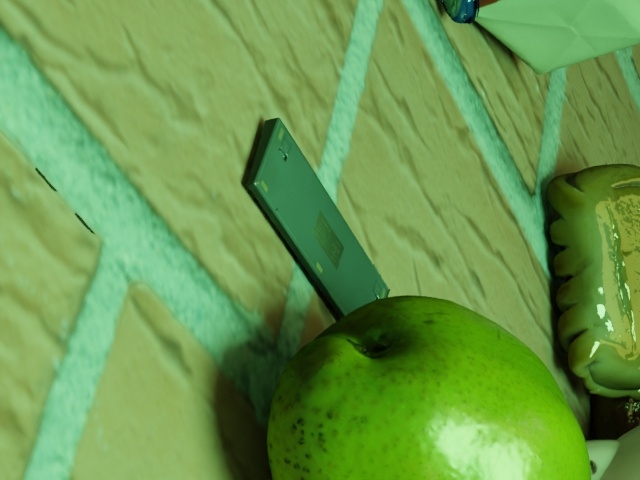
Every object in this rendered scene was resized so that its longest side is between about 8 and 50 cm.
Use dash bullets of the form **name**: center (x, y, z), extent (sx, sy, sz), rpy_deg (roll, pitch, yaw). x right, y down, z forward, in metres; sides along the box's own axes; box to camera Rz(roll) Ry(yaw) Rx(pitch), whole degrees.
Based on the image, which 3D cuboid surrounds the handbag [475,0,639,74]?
- **handbag**: center (0.209, -0.317, 1.288), extent (0.171, 0.151, 0.298), rpy_deg (27, 56, -53)

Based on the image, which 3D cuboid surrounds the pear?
- **pear**: center (0.058, 0.122, 0.844), extent (0.219, 0.187, 0.187), rpy_deg (47, 42, -31)

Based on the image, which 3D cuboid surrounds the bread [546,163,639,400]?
- **bread**: center (0.275, 0.039, 1.373), extent (0.134, 0.081, 0.225), rpy_deg (2, 82, -27)

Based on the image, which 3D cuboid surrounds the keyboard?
- **keyboard**: center (0.001, 0.000, 0.933), extent (0.176, 0.014, 0.055), rpy_deg (56, 37, -42)

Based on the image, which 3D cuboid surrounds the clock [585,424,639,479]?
- **clock**: center (0.380, 0.317, 1.240), extent (0.250, 0.368, 0.376), rpy_deg (77, -7, -80)

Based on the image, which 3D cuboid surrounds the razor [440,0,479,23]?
- **razor**: center (0.096, -0.336, 1.183), extent (0.056, 0.093, 0.324), rpy_deg (0, 86, -23)

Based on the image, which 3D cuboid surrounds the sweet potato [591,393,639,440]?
- **sweet potato**: center (0.292, 0.132, 1.432), extent (0.078, 0.058, 0.255), rpy_deg (10, 69, -41)
